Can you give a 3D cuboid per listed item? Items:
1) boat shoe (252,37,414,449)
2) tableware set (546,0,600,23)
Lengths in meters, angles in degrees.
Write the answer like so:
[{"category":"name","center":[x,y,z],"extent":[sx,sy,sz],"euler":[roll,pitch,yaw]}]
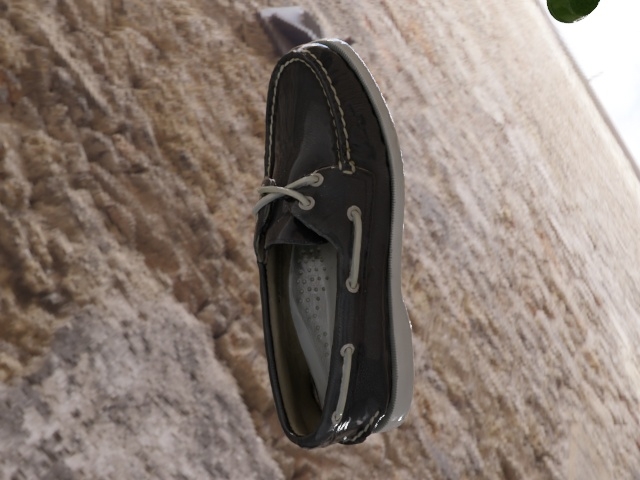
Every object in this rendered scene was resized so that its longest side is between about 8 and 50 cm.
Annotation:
[{"category":"boat shoe","center":[0.000,0.000,0.746],"extent":[0.114,0.091,0.303],"euler":[-15,-96,47]},{"category":"tableware set","center":[0.152,-0.202,0.565],"extent":[0.104,0.024,0.154],"euler":[-28,-56,-7]}]
